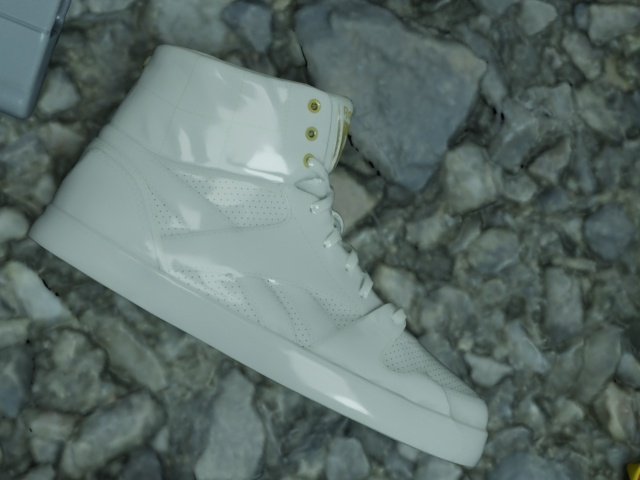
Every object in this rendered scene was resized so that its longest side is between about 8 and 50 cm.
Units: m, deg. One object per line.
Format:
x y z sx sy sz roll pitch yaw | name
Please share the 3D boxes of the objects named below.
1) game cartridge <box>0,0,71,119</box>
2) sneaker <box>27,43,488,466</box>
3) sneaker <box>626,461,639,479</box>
-0.203 -0.229 0.574 0.198 0.062 0.297 19 114 -13 | game cartridge
0.000 0.000 0.640 0.292 0.108 0.169 31 83 -6 | sneaker
0.283 0.137 0.710 0.175 0.064 0.067 -17 79 -15 | sneaker
